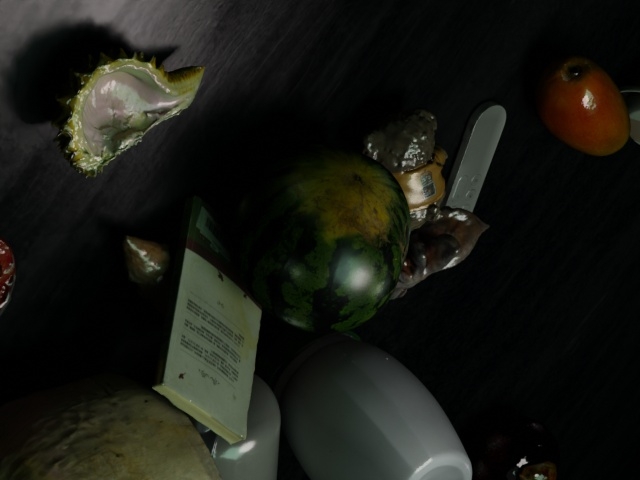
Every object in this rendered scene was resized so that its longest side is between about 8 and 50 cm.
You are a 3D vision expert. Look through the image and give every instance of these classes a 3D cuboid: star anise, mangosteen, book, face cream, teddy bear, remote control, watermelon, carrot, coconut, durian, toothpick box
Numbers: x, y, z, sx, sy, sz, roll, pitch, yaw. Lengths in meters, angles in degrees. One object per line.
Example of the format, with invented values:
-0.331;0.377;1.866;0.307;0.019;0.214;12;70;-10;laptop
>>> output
0.121;0.030;1.735;0.257;0.111;0.198;-26;171;30;star anise
0.416;0.489;2.296;0.211;0.250;0.211;-15;142;-13;mangosteen
-0.143;0.107;1.493;0.201;0.026;0.290;48;40;-47;book
0.064;0.298;1.733;0.219;0.357;0.313;-35;139;-17;face cream
0.124;-0.107;1.647;0.177;0.140;0.190;-29;128;-19;teddy bear
0.250;-0.120;1.832;0.077;0.022;0.245;-9;127;-40;remote control
0.000;-0.004;1.509;0.269;0.269;0.269;-24;135;-27;watermelon
-0.202;0.064;1.510;0.102;0.102;0.263;-45;139;-5;carrot
-0.335;0.393;1.421;0.404;0.404;0.405;-24;135;-27;coconut
-0.236;-0.172;1.307;0.224;0.078;0.140;-30;126;-37;durian
-0.168;0.332;1.655;0.229;0.229;0.316;-19;131;-32;toothpick box

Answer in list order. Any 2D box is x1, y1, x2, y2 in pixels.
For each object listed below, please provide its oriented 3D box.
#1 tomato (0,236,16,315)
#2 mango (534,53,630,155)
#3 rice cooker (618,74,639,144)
-0.445;0.050;1.281;0.174;0.082;0.166;-28;132;-18;tomato
0.450;-0.216;1.839;0.289;0.146;0.129;26;90;-50;mango
0.633;-0.233;1.961;0.127;0.206;0.145;-56;143;-17;rice cooker
